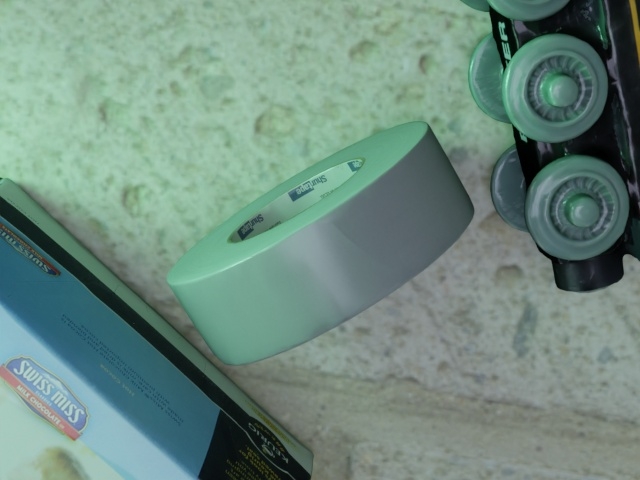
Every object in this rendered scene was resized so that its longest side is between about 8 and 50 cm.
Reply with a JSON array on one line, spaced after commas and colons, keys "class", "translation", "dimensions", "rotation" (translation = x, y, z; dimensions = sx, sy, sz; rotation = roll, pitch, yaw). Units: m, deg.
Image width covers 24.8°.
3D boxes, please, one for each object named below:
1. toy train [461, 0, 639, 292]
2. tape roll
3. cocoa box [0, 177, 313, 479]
[{"class": "toy train", "translation": [0.210, -0.131, 1.060], "dimensions": [0.190, 0.142, 0.334], "rotation": [-15, 103, -5]}, {"class": "tape roll", "translation": [0.000, 0.000, 1.048], "dimensions": [0.219, 0.219, 0.072], "rotation": [-30, 101, 8]}, {"class": "cocoa box", "translation": [-0.205, 0.164, 1.088], "dimensions": [0.347, 0.228, 0.231], "rotation": [43, 101, -8]}]
